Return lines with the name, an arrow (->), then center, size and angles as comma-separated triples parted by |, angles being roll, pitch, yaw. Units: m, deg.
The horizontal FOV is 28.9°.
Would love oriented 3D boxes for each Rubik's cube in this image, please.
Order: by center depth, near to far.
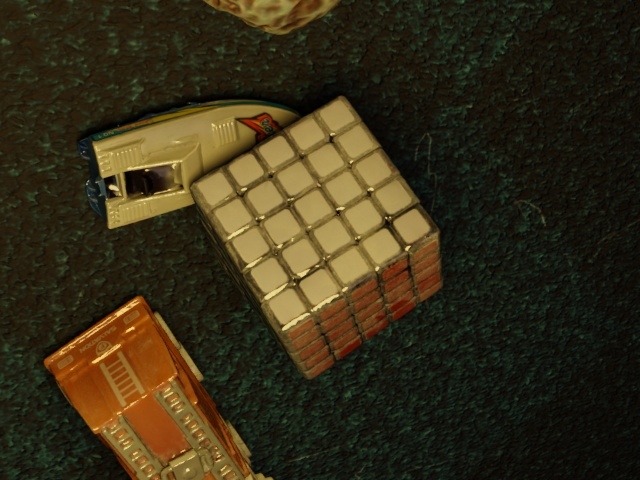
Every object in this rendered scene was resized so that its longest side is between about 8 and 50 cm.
Rubik's cube -> 0.000, 0.000, 1.585 | 0.238, 0.237, 0.237 | -32, 158, -7

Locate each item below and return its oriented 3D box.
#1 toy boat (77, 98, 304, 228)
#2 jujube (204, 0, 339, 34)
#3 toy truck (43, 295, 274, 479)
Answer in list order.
toy boat -> -0.147, -0.112, 1.565 | 0.295, 0.088, 0.129 | -18, 126, -20
jujube -> -0.027, -0.384, 1.384 | 0.226, 0.226, 0.317 | 17, 119, -37
toy truck -> -0.200, 0.280, 1.703 | 0.173, 0.207, 0.387 | -35, 131, -8
